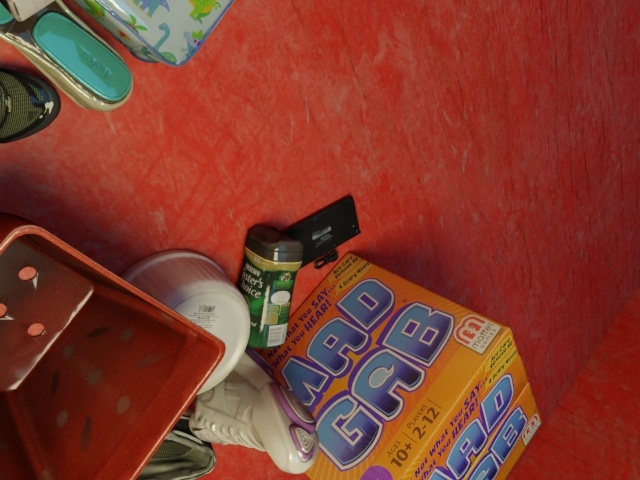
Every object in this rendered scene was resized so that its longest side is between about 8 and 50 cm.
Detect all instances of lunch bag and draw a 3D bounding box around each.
[{"bbox_3d":[-0.198,-0.317,0.593,0.219,0.090,0.176,38,82,-44],"label":"lunch bag"}]

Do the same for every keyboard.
[{"bbox_3d":[0.000,0.000,0.972,0.180,0.023,0.108,-29,120,-30],"label":"keyboard"}]

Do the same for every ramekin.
[{"bbox_3d":[-0.199,0.126,0.779,0.207,0.109,0.207,-19,120,-36],"label":"ramekin"}]

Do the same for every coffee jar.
[{"bbox_3d":[-0.086,0.073,0.869,0.079,0.096,0.184,2,107,-39],"label":"coffee jar"}]

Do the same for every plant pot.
[{"bbox_3d":[-0.317,0.121,0.576,0.267,0.235,0.267,-54,134,-10],"label":"plant pot"}]

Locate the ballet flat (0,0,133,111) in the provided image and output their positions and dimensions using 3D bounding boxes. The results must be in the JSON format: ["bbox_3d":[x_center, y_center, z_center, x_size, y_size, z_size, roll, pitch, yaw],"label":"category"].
[{"bbox_3d":[-0.300,-0.228,0.546,0.086,0.086,0.248,-51,130,-14],"label":"ballet flat"}]

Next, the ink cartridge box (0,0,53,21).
[{"bbox_3d":[-0.241,-0.401,0.451,0.307,0.072,0.303,-44,106,-16],"label":"ink cartridge box"}]

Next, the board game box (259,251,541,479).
[{"bbox_3d":[0.126,0.309,0.987,0.356,0.356,0.356,-48,134,-16],"label":"board game box"}]

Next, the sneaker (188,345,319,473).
[{"bbox_3d":[-0.106,0.265,0.796,0.152,0.305,0.114,-45,117,-10],"label":"sneaker"}]

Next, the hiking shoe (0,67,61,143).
[{"bbox_3d":[-0.359,-0.121,0.514,0.227,0.114,0.086,-14,118,-38],"label":"hiking shoe"}]

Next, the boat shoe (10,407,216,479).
[{"bbox_3d":[-0.287,0.290,0.763,0.335,0.119,0.121,14,99,-46],"label":"boat shoe"}]
